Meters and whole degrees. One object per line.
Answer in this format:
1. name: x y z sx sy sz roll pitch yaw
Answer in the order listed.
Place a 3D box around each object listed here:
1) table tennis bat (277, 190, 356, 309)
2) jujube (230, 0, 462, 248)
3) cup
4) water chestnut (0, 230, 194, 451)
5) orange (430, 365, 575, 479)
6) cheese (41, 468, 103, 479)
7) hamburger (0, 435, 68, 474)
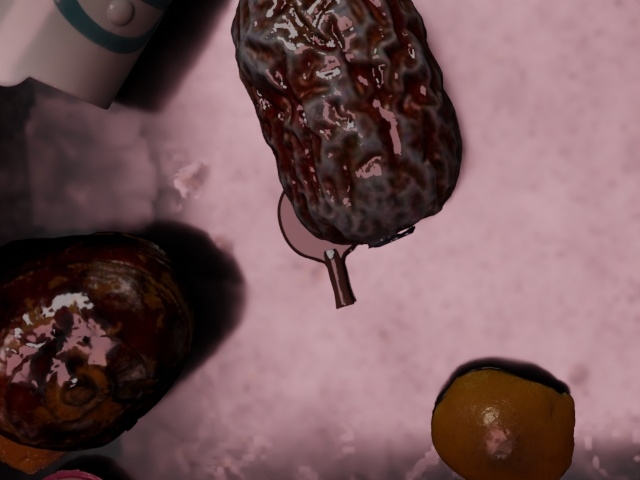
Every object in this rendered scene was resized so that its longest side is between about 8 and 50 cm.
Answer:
1. table tennis bat: 0.000 0.000 1.182 0.107 0.119 0.170 -15 91 11
2. jujube: 0.031 -0.150 1.114 0.226 0.226 0.317 -20 89 11
3. cup: -0.298 -0.312 1.173 0.289 0.219 0.258 40 101 37
4. water chestnut: -0.285 0.106 1.175 0.289 0.289 0.244 -39 80 11
5. orange: 0.207 0.223 1.176 0.169 0.112 0.160 -26 91 22
6. cheese: -0.338 0.361 1.300 0.244 0.062 0.155 1 97 10
7. hamburger: -0.381 0.235 1.283 0.176 0.087 0.102 31 98 3
